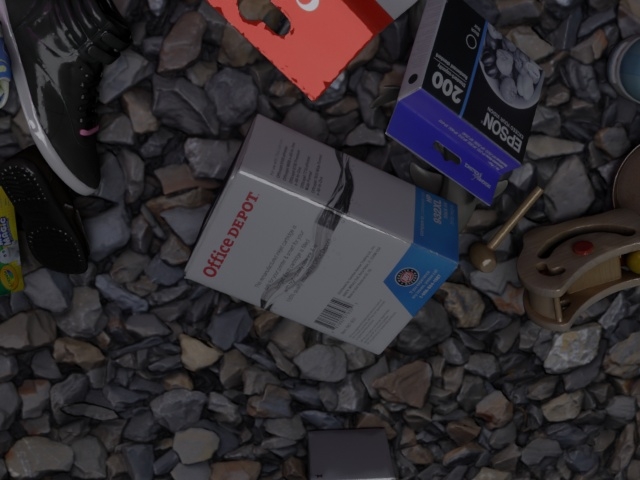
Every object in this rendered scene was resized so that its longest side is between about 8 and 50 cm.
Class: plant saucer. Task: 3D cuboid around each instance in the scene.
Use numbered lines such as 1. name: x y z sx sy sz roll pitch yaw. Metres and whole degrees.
1. plant saucer: 0.514 -0.083 1.114 0.168 0.029 0.169 -1 110 -2

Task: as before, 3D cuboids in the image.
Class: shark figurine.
1. shark figurine: 0.183 -0.108 1.040 0.166 0.116 0.278 -18 112 1

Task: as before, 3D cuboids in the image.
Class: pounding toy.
1. pounding toy: 0.351 0.018 1.056 0.269 0.154 0.155 -14 122 10

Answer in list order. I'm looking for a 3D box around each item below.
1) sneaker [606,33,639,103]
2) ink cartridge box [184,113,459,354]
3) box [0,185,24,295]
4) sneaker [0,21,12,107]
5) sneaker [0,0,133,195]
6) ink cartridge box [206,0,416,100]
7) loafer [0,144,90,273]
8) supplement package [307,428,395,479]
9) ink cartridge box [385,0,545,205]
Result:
1. sneaker: 0.586 -0.200 1.011 0.365 0.150 0.135 4 111 -5
2. ink cartridge box: 0.000 0.000 1.016 0.307 0.129 0.223 23 133 -12
3. box: -0.462 -0.022 1.031 0.043 0.105 0.179 -18 117 -46
4. sneaker: -0.444 -0.190 0.935 0.211 0.080 0.081 -33 80 48
5. sneaker: -0.306 -0.209 0.969 0.146 0.104 0.296 -13 106 6
6. ink cartridge box: 0.017 -0.409 0.929 0.308 0.091 0.385 41 101 -16
7. loafer: -0.365 -0.041 1.031 0.080 0.078 0.220 5 136 8
8. supplement package: 0.048 0.448 1.216 0.133 0.139 0.244 -1 111 -2
9. ink cartridge box: 0.195 -0.181 0.965 0.206 0.045 0.208 28 72 -31
